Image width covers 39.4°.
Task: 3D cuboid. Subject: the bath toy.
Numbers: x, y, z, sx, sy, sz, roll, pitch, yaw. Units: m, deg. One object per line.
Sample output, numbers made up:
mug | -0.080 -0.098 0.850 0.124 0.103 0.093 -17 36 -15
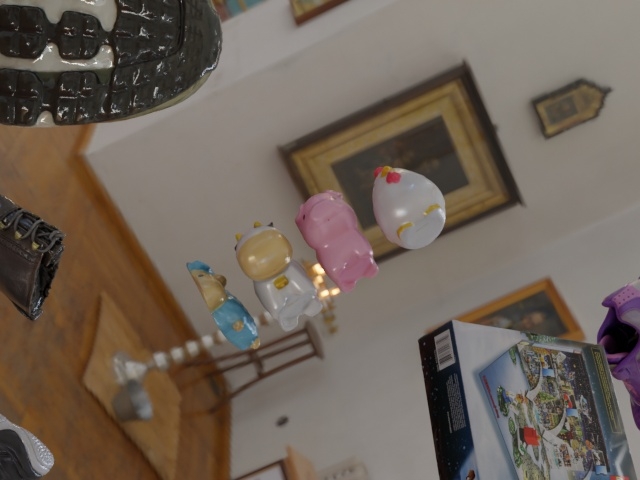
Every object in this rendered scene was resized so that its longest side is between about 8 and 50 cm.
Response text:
bath toy | 0.000 0.000 1.203 0.129 0.348 0.151 56 -9 34

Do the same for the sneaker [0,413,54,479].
sneaker | -0.459 0.248 1.042 0.268 0.153 0.101 36 -26 -17

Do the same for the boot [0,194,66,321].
boot | -0.365 -0.052 0.949 0.229 0.091 0.263 30 -44 10

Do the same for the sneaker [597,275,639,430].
sneaker | 0.365 0.135 1.025 0.095 0.104 0.236 -132 -153 -56

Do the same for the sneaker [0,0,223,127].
sneaker | -0.231 -0.162 0.649 0.182 0.410 0.158 -5 104 -65

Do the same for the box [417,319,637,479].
box | 0.160 0.180 0.638 0.159 0.044 0.233 12 57 -31
